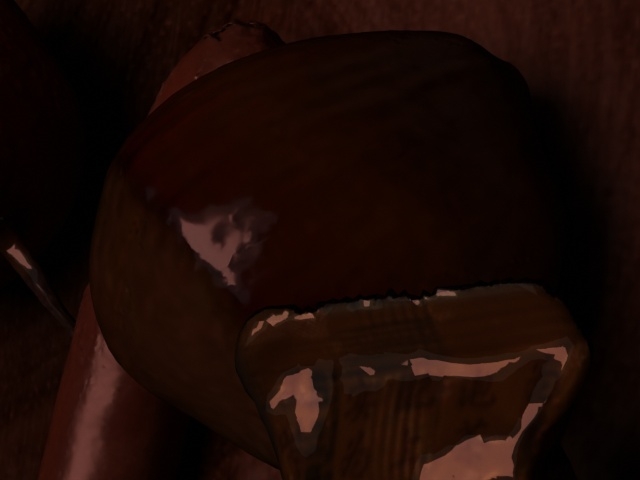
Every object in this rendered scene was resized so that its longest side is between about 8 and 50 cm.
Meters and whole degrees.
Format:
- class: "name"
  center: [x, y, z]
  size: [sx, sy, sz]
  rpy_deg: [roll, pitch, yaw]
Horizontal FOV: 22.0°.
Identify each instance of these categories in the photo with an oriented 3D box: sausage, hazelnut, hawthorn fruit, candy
- class: "sausage"
  center: [-0.087, 0.040, 0.869]
  size: [0.087, 0.079, 0.327]
  rpy_deg: [22, 95, 60]
- class: "hazelnut"
  center: [-0.005, -0.007, 0.716]
  size: [0.210, 0.186, 0.210]
  rpy_deg: [-30, 56, 59]
- class: "hawthorn fruit"
  center: [-0.245, -0.071, 0.961]
  size: [0.262, 0.235, 0.231]
  rpy_deg: [-5, 42, 18]
- class: "candy"
  center: [0.066, 0.140, 0.603]
  size: [0.143, 0.101, 0.271]
  rpy_deg: [-17, 97, 29]
